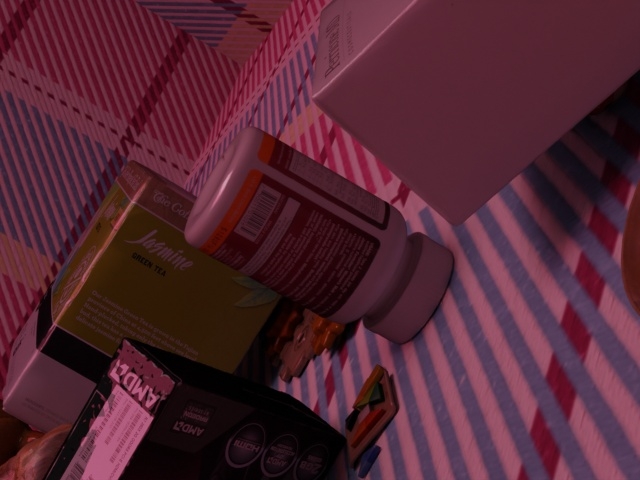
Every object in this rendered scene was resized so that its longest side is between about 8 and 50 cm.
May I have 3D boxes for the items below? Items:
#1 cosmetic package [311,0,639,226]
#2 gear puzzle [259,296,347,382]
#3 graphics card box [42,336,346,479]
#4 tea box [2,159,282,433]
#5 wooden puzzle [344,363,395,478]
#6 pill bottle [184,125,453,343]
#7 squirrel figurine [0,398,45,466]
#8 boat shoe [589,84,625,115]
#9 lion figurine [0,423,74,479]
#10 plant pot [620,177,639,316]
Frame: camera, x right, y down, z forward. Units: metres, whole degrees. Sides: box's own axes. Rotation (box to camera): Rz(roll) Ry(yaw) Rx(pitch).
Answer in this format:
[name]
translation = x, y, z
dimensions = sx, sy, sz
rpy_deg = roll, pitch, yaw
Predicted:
[cosmetic package]
translation = 0.177, -0.217, 0.833
dimensions = 0.385, 0.156, 0.217
rpy_deg = -42, 19, 19
[gear puzzle]
translation = -0.020, 0.073, 1.347
dimensions = 0.175, 0.044, 0.339
rpy_deg = -60, 13, 1
[graphics card box]
translation = -0.158, 0.285, 0.997
dimensions = 0.094, 0.233, 0.371
rpy_deg = 30, 90, 43
[tea box]
translation = -0.228, 0.091, 1.481
dimensions = 0.323, 0.220, 0.329
rpy_deg = -57, 15, -2
[wooden puzzle]
translation = 0.041, 0.155, 1.010
dimensions = 0.078, 0.014, 0.116
rpy_deg = -58, 13, 10
[pill bottle]
translation = 0.000, 0.000, 1.034
dimensions = 0.121, 0.221, 0.121
rpy_deg = -55, 14, 21
[squirrel figurine]
translation = -0.430, 0.369, 1.418
dimensions = 0.281, 0.397, 0.370
rpy_deg = 17, 86, 40
[boat shoe]
translation = 0.205, -0.127, 0.936
dimensions = 0.043, 0.049, 0.137
rpy_deg = -17, 13, -1
[lion figurine]
translation = -0.319, 0.401, 1.263
dimensions = 0.142, 0.240, 0.392
rpy_deg = 16, 110, 42
[plant pot]
translation = 0.250, -0.048, 0.613
dimensions = 0.236, 0.032, 0.236
rpy_deg = -56, 13, 20
